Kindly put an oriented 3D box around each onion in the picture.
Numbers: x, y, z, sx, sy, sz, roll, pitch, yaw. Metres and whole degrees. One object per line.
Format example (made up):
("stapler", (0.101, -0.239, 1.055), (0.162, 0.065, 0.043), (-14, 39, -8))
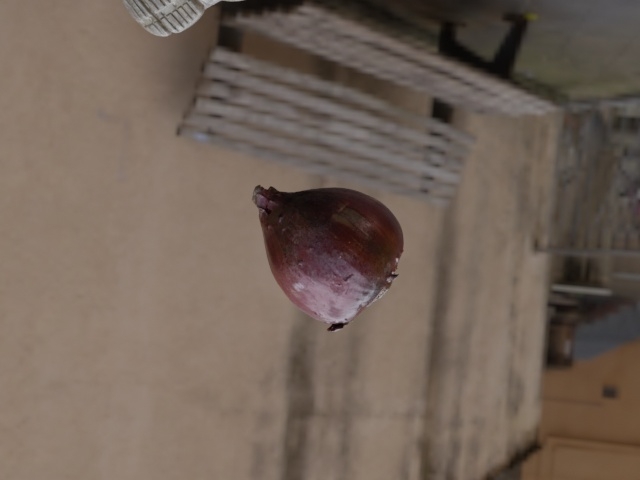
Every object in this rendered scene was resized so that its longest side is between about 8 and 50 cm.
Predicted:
("onion", (0.000, 0.000, 1.656), (0.195, 0.159, 0.159), (38, 175, -1))

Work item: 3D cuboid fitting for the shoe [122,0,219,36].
("shoe", (-0.161, -0.483, 2.314), (0.351, 0.172, 0.198), (-21, -158, 31))
